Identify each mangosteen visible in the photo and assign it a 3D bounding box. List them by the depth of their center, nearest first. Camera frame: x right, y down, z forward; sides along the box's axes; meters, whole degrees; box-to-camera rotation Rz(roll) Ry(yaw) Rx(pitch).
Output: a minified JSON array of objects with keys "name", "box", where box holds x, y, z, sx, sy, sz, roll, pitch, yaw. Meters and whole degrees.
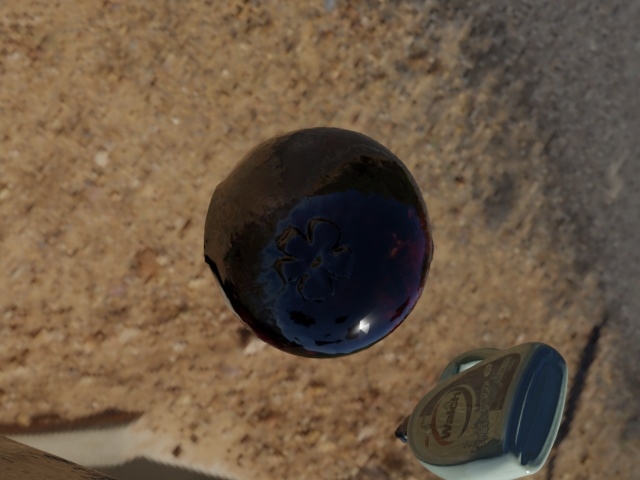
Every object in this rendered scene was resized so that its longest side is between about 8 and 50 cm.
[{"name":"mangosteen","box":[0.000,0.000,1.118,0.210,0.210,0.210,-40,152,-27]}]

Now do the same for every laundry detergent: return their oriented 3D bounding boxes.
[{"name":"laundry detergent","box":[0.218,0.250,1.908,0.105,0.280,0.215,34,63,-25]}]

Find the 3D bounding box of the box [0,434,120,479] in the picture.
[{"name":"box","box":[-0.329,0.345,1.408,0.251,0.345,0.204,22,88,-81]}]
